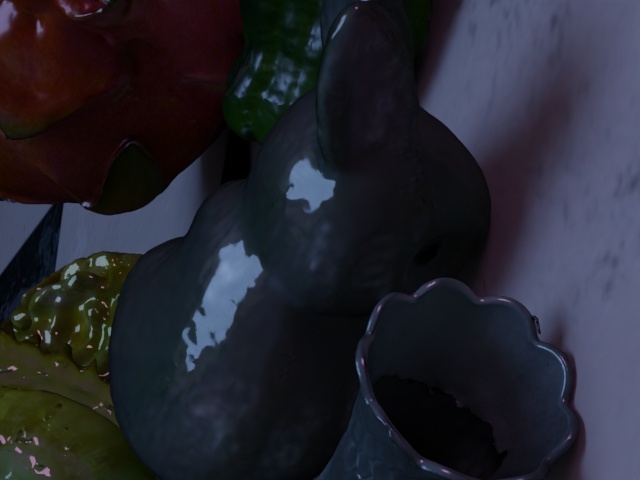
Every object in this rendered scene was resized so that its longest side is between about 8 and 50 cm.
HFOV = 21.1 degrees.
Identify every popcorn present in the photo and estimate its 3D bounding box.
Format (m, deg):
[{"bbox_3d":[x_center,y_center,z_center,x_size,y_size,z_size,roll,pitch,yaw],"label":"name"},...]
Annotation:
[{"bbox_3d":[-0.120,0.078,0.967,0.126,0.125,0.145,176,93,-77],"label":"popcorn"}]

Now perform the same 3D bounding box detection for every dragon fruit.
[{"bbox_3d":[-0.137,-0.129,1.001,0.227,0.224,0.224,-52,32,45],"label":"dragon fruit"}]

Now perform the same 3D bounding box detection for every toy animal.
[{"bbox_3d":[0.002,0.002,0.672,0.127,0.125,0.251,64,144,28],"label":"toy animal"}]

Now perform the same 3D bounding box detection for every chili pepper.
[{"bbox_3d":[0.022,-0.149,0.764,0.099,0.083,0.253,-108,37,-71],"label":"chili pepper"}]

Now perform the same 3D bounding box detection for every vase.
[{"bbox_3d":[0.026,0.087,0.625,0.149,0.081,0.081,121,153,-49],"label":"vase"}]

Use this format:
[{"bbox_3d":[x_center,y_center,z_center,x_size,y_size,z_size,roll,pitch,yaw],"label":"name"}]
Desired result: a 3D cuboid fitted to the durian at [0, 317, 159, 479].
[{"bbox_3d":[-0.124,0.181,0.805,0.158,0.169,0.352,-44,59,27],"label":"durian"}]
